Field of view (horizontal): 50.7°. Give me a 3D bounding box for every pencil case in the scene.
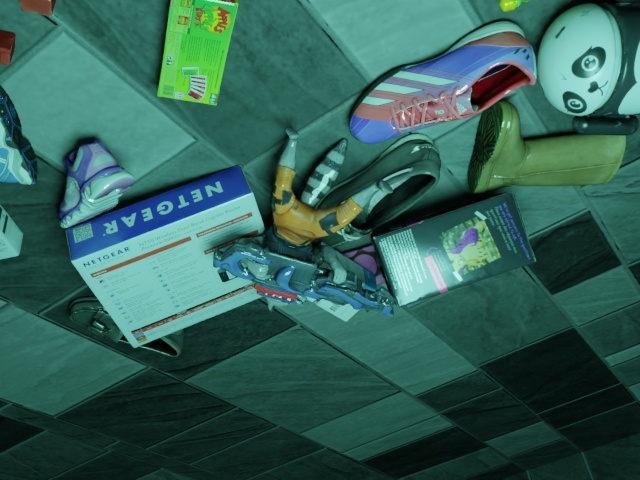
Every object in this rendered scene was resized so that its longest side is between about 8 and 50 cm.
[{"bbox_3d":[0.089,0.055,1.440,0.209,0.098,0.095,-17,180,8],"label":"pencil case"}]

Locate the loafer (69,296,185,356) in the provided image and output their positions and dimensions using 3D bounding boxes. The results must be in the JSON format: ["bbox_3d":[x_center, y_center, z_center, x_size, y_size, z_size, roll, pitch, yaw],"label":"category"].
[{"bbox_3d":[-0.426,0.195,1.510,0.267,0.084,0.096,17,134,-28],"label":"loafer"}]

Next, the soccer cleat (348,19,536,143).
[{"bbox_3d":[0.188,-0.230,1.084,0.318,0.117,0.108,-25,138,19],"label":"soccer cleat"}]

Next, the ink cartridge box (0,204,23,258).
[{"bbox_3d":[-0.667,-0.077,1.153,0.165,0.065,0.333,-10,142,2],"label":"ink cartridge box"}]

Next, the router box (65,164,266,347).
[{"bbox_3d":[-0.260,0.040,1.295,0.335,0.082,0.301,-21,141,-7],"label":"router box"}]

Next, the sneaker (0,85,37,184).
[{"bbox_3d":[-0.514,-0.162,1.065,0.081,0.080,0.211,-6,140,-8],"label":"sneaker"}]

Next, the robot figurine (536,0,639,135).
[{"bbox_3d":[0.476,-0.276,1.035,0.278,0.209,0.173,-3,179,-7],"label":"robot figurine"}]

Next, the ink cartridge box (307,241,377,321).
[{"bbox_3d":[0.014,0.076,1.360,0.180,0.060,0.104,33,119,-22],"label":"ink cartridge box"}]

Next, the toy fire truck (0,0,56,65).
[{"bbox_3d":[-0.466,-0.310,0.920,0.191,0.047,0.135,9,137,-19],"label":"toy fire truck"}]

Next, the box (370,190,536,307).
[{"bbox_3d":[0.245,0.013,1.300,0.270,0.144,0.165,-18,-179,2],"label":"box"}]

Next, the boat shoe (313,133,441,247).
[{"bbox_3d":[0.091,-0.068,1.279,0.112,0.096,0.335,24,131,-34],"label":"boat shoe"}]

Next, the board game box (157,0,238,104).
[{"bbox_3d":[-0.185,-0.290,1.000,0.092,0.043,0.181,5,139,-17],"label":"board game box"}]

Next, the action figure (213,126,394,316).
[{"bbox_3d":[0.000,0.000,1.215,0.341,0.179,0.330,23,118,-15],"label":"action figure"}]

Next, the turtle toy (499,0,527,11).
[{"bbox_3d":[0.299,-0.380,0.949,0.095,0.066,0.130,-14,174,6],"label":"turtle toy"}]

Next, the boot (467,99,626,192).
[{"bbox_3d":[0.419,-0.175,1.225,0.269,0.089,0.236,-5,153,-4],"label":"boot"}]

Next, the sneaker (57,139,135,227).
[{"bbox_3d":[-0.403,-0.099,1.164,0.095,0.105,0.236,-32,-179,-40],"label":"sneaker"}]
